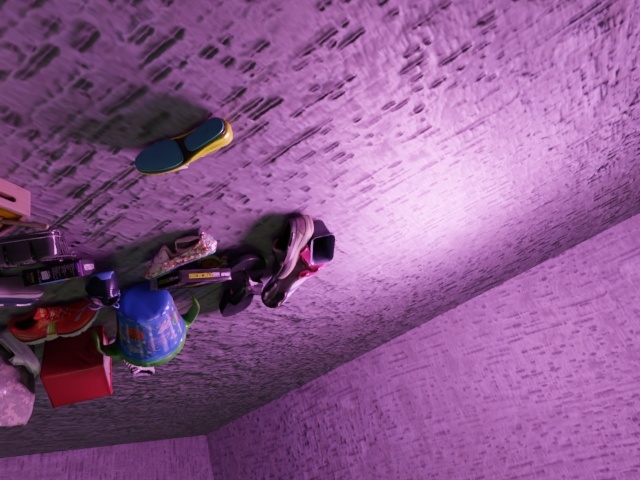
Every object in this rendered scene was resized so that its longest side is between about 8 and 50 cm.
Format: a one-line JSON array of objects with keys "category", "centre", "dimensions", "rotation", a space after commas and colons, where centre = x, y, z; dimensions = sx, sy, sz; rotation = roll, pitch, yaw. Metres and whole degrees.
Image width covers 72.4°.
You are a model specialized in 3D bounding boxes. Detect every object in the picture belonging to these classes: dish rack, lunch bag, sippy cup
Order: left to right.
[{"category": "lunch bag", "centre": [-1.066, 0.463, 1.397], "dimensions": [0.168, 0.287, 0.235], "rotation": [-25, 151, 8]}, {"category": "dish rack", "centre": [-0.716, 0.032, 1.055], "dimensions": [0.208, 0.074, 0.271], "rotation": [-10, -179, -19]}, {"category": "sippy cup", "centre": [-0.576, 0.266, 1.461], "dimensions": [0.239, 0.306, 0.224], "rotation": [21, 135, 8]}]

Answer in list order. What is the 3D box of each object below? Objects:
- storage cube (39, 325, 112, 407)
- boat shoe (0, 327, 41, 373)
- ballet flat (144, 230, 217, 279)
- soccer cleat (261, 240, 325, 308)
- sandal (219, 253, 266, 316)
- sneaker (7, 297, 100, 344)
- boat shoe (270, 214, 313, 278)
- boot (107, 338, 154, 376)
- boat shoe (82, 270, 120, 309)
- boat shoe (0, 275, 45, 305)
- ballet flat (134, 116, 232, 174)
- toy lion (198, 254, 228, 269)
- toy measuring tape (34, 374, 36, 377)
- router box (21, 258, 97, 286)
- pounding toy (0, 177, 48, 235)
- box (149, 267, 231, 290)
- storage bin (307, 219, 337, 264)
[{"category": "storage cube", "centre": [-0.863, 0.445, 1.560], "dimensions": [0.192, 0.184, 0.215], "rotation": [-8, 131, -20]}, {"category": "boat shoe", "centre": [-0.981, 0.368, 1.418], "dimensions": [0.066, 0.063, 0.184], "rotation": [2, 119, 32]}, {"category": "ballet flat", "centre": [-0.429, 0.037, 1.312], "dimensions": [0.240, 0.091, 0.077], "rotation": [-24, 121, -1]}, {"category": "soccer cleat", "centre": [-0.098, 0.111, 1.618], "dimensions": [0.331, 0.116, 0.143], "rotation": [-44, -169, 10]}, {"category": "sandal", "centre": [-0.273, 0.185, 1.585], "dimensions": [0.167, 0.107, 0.446], "rotation": [-21, 156, -25]}, {"category": "sneaker", "centre": [-0.837, 0.246, 1.371], "dimensions": [0.278, 0.107, 0.118], "rotation": [-21, 142, -4]}, {"category": "boat shoe", "centre": [-0.118, 0.022, 1.449], "dimensions": [0.092, 0.103, 0.285], "rotation": [5, 138, -30]}, {"category": "boot", "centre": [-0.764, 0.482, 1.781], "dimensions": [0.095, 0.124, 0.258], "rotation": [-26, 150, 10]}, {"category": "boat shoe", "centre": [-0.649, 0.161, 1.294], "dimensions": [0.108, 0.089, 0.258], "rotation": [-13, 170, -23]}, {"category": "boat shoe", "centre": [-0.885, 0.136, 1.165], "dimensions": [0.079, 0.095, 0.254], "rotation": [-47, 152, 21]}, {"category": "ballet flat", "centre": [-0.300, -0.201, 0.988], "dimensions": [0.230, 0.077, 0.077], "rotation": [-25, 167, 5]}, {"category": "toy lion", "centre": [-0.364, 0.082, 1.462], "dimensions": [0.095, 0.034, 0.100], "rotation": [7, 142, -29]}, {"category": "toy measuring tape", "centre": [-1.172, 0.490, 1.541], "dimensions": [0.121, 0.122, 0.330], "rotation": [-35, 147, 25]}, {"category": "router box", "centre": [-0.684, 0.084, 1.161], "dimensions": [0.133, 0.046, 0.179], "rotation": [-12, -178, -16]}, {"category": "pounding toy", "centre": [-0.692, -0.063, 0.938], "dimensions": [0.130, 0.100, 0.141], "rotation": [-28, 150, 14]}, {"category": "box", "centre": [-0.414, 0.124, 1.390], "dimensions": [0.190, 0.045, 0.184], "rotation": [-16, 167, 41]}, {"category": "storage bin", "centre": [0.000, 0.000, 1.469], "dimensions": [0.098, 0.091, 0.135], "rotation": [-12, 138, -14]}]
